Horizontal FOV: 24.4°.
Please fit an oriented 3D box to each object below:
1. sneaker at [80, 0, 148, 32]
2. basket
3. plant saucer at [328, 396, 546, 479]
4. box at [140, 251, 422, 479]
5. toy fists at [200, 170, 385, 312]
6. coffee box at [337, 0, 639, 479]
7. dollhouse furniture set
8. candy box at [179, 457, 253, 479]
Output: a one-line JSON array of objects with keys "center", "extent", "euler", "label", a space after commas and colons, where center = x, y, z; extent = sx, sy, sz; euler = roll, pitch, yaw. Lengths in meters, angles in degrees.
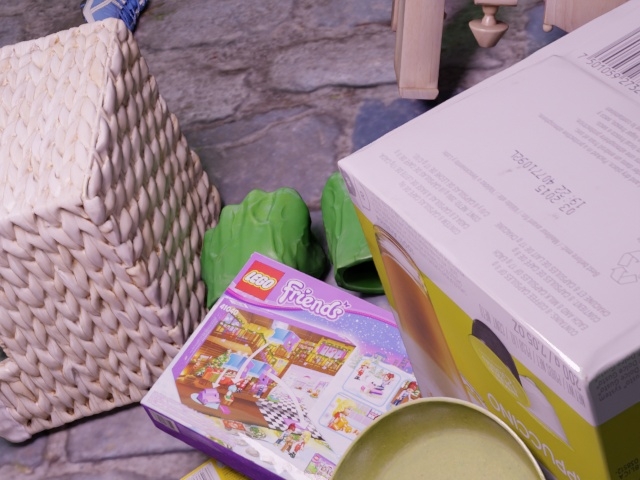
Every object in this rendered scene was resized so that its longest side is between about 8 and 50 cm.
[{"center": [-0.300, -0.349, 2.179], "extent": [0.081, 0.080, 0.211], "euler": [-26, 41, 13], "label": "sneaker"}, {"center": [-0.289, -0.016, 1.641], "extent": [0.266, 0.328, 0.331], "euler": [-15, 42, 14], "label": "basket"}, {"center": [0.091, 0.239, 1.103], "extent": [0.241, 0.037, 0.241], "euler": [-15, 68, 42], "label": "plant saucer"}, {"center": [0.002, 0.149, 1.424], "extent": [0.293, 0.057, 0.201], "euler": [24, 64, 28], "label": "box"}, {"center": [0.000, 0.000, 1.612], "extent": [0.279, 0.096, 0.142], "euler": [-15, 54, 18], "label": "toy fists"}, {"center": [0.272, 0.055, 1.152], "extent": [0.338, 0.334, 0.337], "euler": [-29, 38, -12], "label": "coffee box"}, {"center": [0.269, -0.266, 1.750], "extent": [0.355, 0.174, 0.303], "euler": [2, 26, -3], "label": "dollhouse furniture set"}, {"center": [-0.062, 0.237, 1.455], "extent": [0.206, 0.027, 0.105], "euler": [-34, 44, -3], "label": "candy box"}]
